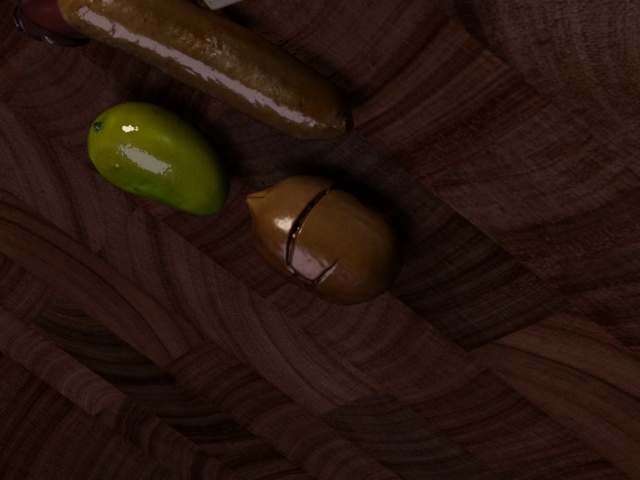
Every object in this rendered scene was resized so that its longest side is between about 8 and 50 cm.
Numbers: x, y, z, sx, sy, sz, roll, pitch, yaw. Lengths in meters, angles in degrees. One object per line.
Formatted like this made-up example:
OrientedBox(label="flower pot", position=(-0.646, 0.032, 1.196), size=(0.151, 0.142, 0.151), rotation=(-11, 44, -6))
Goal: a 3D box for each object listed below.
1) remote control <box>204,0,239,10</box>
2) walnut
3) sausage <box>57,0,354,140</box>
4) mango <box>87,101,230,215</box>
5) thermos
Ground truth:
OrientedBox(label="remote control", position=(-0.187, -0.427, 1.663), size=(0.088, 0.029, 0.190), rotation=(-8, 132, 46))
OrientedBox(label="walnut", position=(0.000, 0.000, 1.950), size=(0.298, 0.203, 0.203), rotation=(25, 149, -4))
OrientedBox(label="sausage", position=(-0.173, -0.290, 1.744), size=(0.501, 0.123, 0.136), rotation=(27, -168, -4))
OrientedBox(label="mango", position=(-0.287, -0.154, 2.025), size=(0.273, 0.149, 0.185), rotation=(21, 141, 6))
OrientedBox(label="thermos", position=(-0.435, -0.386, 1.880), size=(0.232, 0.099, 0.124), rotation=(7, 104, 37))
